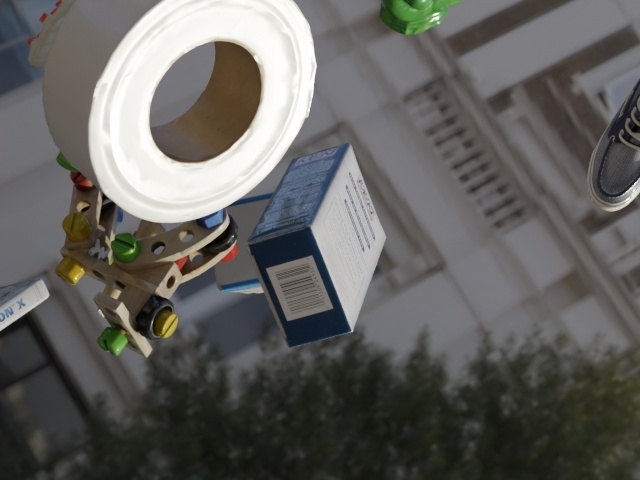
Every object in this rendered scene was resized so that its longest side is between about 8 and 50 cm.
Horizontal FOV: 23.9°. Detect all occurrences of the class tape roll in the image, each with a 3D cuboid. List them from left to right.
[{"bbox_3d":[-0.144,-0.164,1.594,0.100,0.286,0.286,38,-33,41],"label":"tape roll"}]

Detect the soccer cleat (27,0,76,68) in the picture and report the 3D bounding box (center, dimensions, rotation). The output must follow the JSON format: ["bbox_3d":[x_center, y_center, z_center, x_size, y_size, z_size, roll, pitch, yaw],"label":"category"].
[{"bbox_3d":[-0.239,-0.250,1.627,0.076,0.196,0.068,42,15,-7],"label":"soccer cleat"}]

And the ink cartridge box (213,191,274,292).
[{"bbox_3d":[-0.049,-0.003,2.899,0.395,0.285,0.166,41,37,-86],"label":"ink cartridge box"}]

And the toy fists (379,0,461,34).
[{"bbox_3d":[0.199,-0.374,1.993,0.096,0.279,0.142,52,-22,24],"label":"toy fists"}]

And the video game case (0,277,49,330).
[{"bbox_3d":[-0.580,0.153,2.088,0.329,0.300,0.036,-12,-72,39],"label":"video game case"}]

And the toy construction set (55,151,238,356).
[{"bbox_3d":[-0.270,0.047,2.052,0.257,0.237,0.309,26,-22,0],"label":"toy construction set"}]

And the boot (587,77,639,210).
[{"bbox_3d":[0.347,-0.127,1.646,0.069,0.190,0.086,24,-9,10],"label":"boot"}]

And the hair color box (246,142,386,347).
[{"bbox_3d":[0.000,0.000,2.240,0.347,0.105,0.174,-65,136,-65],"label":"hair color box"}]
